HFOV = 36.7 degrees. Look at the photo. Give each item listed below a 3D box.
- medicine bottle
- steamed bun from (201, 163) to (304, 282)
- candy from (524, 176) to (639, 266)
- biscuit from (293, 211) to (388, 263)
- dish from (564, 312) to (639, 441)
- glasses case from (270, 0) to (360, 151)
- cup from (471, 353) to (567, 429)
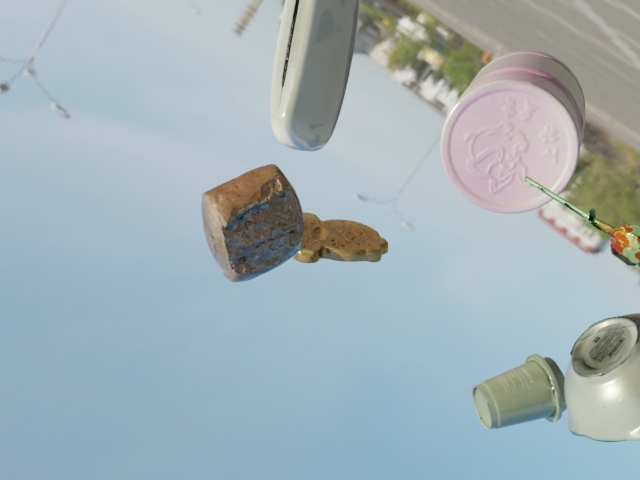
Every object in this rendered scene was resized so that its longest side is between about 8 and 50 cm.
[{"bbox_3d":[0.318,-0.183,1.560,0.212,0.212,0.325,35,-156,2],"label":"medicine bottle"},{"bbox_3d":[-0.094,-0.021,1.414,0.175,0.144,0.106,82,161,-47],"label":"steamed bun"},{"bbox_3d":[0.311,-0.028,1.122,0.184,0.049,0.055,38,179,32],"label":"candy"},{"bbox_3d":[0.000,0.000,1.621,0.225,0.036,0.166,3,-156,-6],"label":"biscuit"},{"bbox_3d":[0.403,0.152,1.265,0.078,0.246,0.224,45,-170,-20],"label":"dish"},{"bbox_3d":[-0.005,-0.217,1.087,0.059,0.234,0.092,8,179,37],"label":"glasses case"},{"bbox_3d":[0.336,0.263,1.637,0.141,0.120,0.120,-15,-148,-15],"label":"cup"}]
